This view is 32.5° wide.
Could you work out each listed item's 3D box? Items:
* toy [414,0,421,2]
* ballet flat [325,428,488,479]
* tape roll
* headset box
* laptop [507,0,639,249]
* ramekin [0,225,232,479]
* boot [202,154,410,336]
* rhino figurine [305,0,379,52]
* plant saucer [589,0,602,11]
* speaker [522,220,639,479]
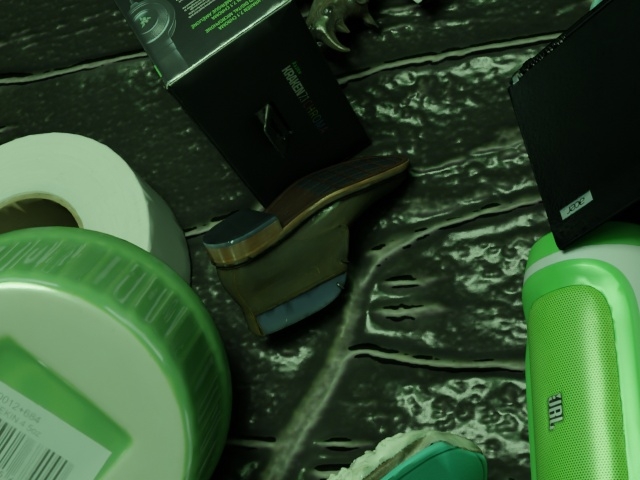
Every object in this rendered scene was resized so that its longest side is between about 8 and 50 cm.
[{"bbox_3d":[0.150,-0.357,1.127,0.237,0.056,0.137,-56,40,13],"label":"toy"},{"bbox_3d":[-0.032,0.303,0.859,0.147,0.147,0.409,30,79,29],"label":"ballet flat"},{"bbox_3d":[-0.276,0.040,1.084,0.286,0.100,0.286,-8,64,16],"label":"tape roll"},{"bbox_3d":[-0.092,-0.195,1.044,0.131,0.246,0.283,-35,60,1],"label":"headset box"},{"bbox_3d":[0.279,-0.150,0.864,0.137,0.264,0.234,52,132,1],"label":"laptop"},{"bbox_3d":[-0.228,0.147,0.899,0.303,0.148,0.304,0,99,-1],"label":"ramekin"},{"bbox_3d":[0.000,0.000,1.027,0.219,0.106,0.082,-26,23,-21],"label":"boot"},{"bbox_3d":[0.006,-0.290,1.143,0.106,0.073,0.243,-12,58,1],"label":"rhino figurine"},{"bbox_3d":[0.349,-0.203,0.918,0.317,0.043,0.318,-40,39,42],"label":"plant saucer"},{"bbox_3d":[0.223,0.140,0.839,0.131,0.131,0.297,-7,64,17],"label":"speaker"}]
